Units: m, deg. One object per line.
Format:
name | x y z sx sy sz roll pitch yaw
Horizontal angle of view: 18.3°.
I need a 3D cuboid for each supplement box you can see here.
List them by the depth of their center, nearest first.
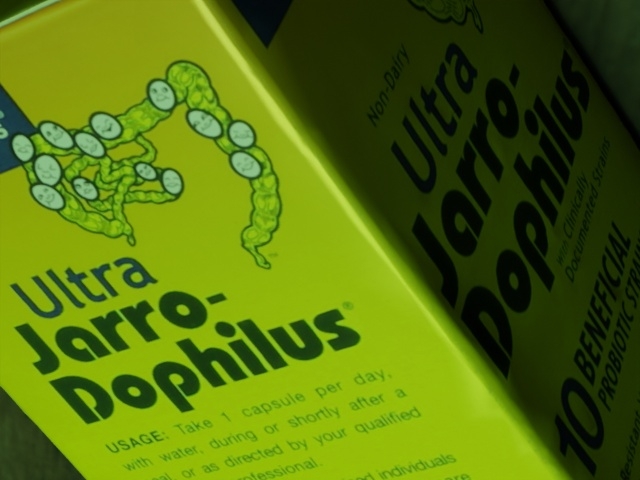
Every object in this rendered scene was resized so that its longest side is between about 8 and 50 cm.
supplement box | 0.000 0.000 0.791 0.195 0.194 0.356 -19 123 33
